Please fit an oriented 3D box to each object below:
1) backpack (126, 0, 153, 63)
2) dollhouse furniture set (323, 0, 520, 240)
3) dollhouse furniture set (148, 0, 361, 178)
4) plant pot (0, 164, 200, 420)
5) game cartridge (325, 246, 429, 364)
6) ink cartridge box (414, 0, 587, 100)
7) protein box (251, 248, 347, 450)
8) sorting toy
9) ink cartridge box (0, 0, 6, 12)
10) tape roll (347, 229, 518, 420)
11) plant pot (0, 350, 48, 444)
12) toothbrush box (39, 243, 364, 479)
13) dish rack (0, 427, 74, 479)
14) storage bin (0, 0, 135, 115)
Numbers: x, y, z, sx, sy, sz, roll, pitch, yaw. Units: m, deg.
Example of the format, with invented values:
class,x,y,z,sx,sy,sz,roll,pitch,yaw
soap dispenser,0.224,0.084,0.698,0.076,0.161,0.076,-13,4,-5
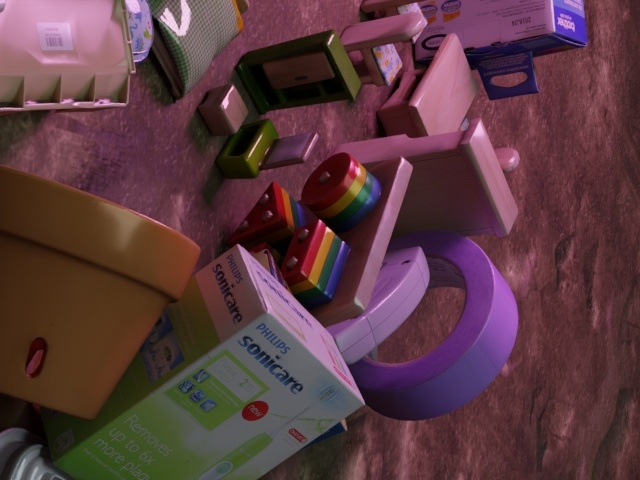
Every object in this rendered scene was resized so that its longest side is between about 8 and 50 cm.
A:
class,x,y,z,sx,sy,sz,roll,pitch,yaw
backpack,-0.248,-0.255,1.828,0.114,0.084,0.105,-15,99,-62
dollhouse furniture set,0.200,-0.179,2.399,0.362,0.256,0.394,64,35,-29
dollhouse furniture set,-0.097,-0.257,2.016,0.301,0.151,0.197,61,37,-32
plant pot,-0.288,0.057,1.535,0.291,0.291,0.203,29,76,-54
game cartridge,0.030,0.097,2.114,0.297,0.198,0.062,-43,122,-53
ink cartridge box,0.296,-0.444,2.600,0.151,0.270,0.395,7,78,-55
protein box,-0.104,0.157,1.837,0.136,0.200,0.201,-104,169,-58
sorting toy,-0.029,0.005,1.996,0.089,0.257,0.255,42,47,-26
ink cartridge box,-0.453,-0.220,1.354,0.283,0.207,0.117,-33,114,-57
tape roll,0.144,0.121,2.224,0.090,0.275,0.275,49,44,-44
plant pot,-0.279,0.182,1.739,0.236,0.032,0.236,20,66,-56
toothbrush box,-0.131,0.170,1.662,0.206,0.283,0.122,48,10,-42
dish rack,-0.271,0.384,1.645,0.333,0.072,0.285,45,55,-45
storage bin,-0.336,-0.264,1.646,0.262,0.123,0.260,-11,94,-60
